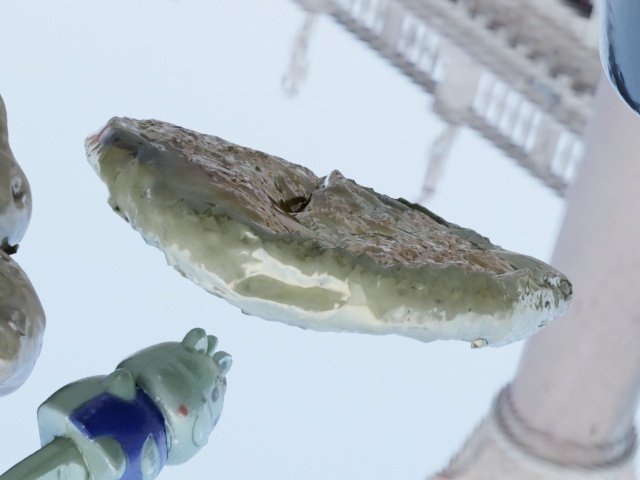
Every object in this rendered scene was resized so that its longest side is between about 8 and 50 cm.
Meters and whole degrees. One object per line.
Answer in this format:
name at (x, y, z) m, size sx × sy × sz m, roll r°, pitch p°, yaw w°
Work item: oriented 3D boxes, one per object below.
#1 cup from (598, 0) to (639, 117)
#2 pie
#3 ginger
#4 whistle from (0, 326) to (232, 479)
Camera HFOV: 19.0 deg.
cup at (0.197, -0.150, 0.855) m, size 0.169 × 0.177 × 0.223 m, roll -14°, pitch -150°, yaw -3°
pie at (0.000, -0.001, 1.268) m, size 0.339 × 0.077 × 0.339 m, roll 21°, pitch -172°, yaw -3°
ginger at (-0.337, 0.028, 1.643) m, size 0.176 × 0.256 × 0.375 m, roll 17°, pitch -120°, yaw -30°
whistle at (-0.152, 0.145, 1.405) m, size 0.092 × 0.110 × 0.244 m, roll 31°, pitch -134°, yaw 31°
